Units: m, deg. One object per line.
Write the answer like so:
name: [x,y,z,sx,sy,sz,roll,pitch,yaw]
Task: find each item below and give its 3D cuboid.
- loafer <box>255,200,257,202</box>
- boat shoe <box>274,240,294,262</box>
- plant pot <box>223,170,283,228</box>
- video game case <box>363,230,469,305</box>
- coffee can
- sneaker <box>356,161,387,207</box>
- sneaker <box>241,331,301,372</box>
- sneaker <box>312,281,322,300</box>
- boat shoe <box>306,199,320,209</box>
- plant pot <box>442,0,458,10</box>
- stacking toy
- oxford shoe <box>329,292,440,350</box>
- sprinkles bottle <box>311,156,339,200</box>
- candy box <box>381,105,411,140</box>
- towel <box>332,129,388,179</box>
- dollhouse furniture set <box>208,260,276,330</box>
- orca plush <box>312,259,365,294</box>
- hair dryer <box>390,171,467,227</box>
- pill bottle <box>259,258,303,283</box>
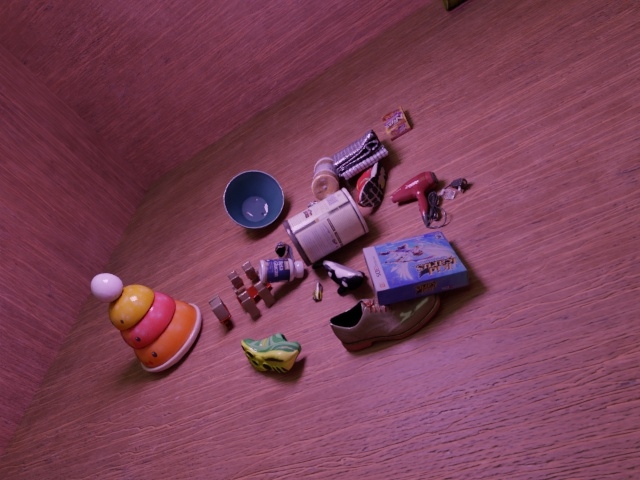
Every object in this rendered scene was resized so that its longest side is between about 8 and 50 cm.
loafer: [-0.356,-0.242,2.609,0.125,0.045,0.039,-28,28,25]
boat shoe: [-0.164,0.045,2.044,0.066,0.066,0.183,-40,32,1]
plant pot: [-0.333,-0.182,2.342,0.290,0.290,0.195,-50,-3,-13]
video game case: [0.284,0.078,1.435,0.269,0.061,0.244,-14,31,2]
coffee can: [0.020,-0.051,1.802,0.275,0.202,0.202,-29,33,0]
sneaker: [0.201,-0.220,1.964,0.118,0.107,0.279,-21,27,37]
sneaker: [-0.173,0.391,1.634,0.295,0.110,0.123,-2,26,47]
sneaker: [-0.015,0.191,1.747,0.035,0.031,0.083,-25,36,25]
boat shoe: [-0.016,-0.121,2.051,0.306,0.105,0.113,-50,34,-14]
plant pot: [0.864,-1.600,2.706,0.352,0.367,0.367,-17,38,15]
stacking toy: [-0.786,0.309,1.994,0.350,0.480,0.351,-28,34,21]
oxford shoe: [0.188,0.226,1.402,0.348,0.130,0.123,-29,34,18]
sprinkles bottle: [0.025,-0.286,2.106,0.121,0.121,0.355,-32,17,14]
candy box: [0.364,-0.564,2.231,0.109,0.053,0.187,-28,36,18]
towel: [0.171,-0.393,2.099,0.235,0.121,0.284,-31,13,13]
dollhouse furniture set: [-0.327,0.245,1.958,0.259,0.135,0.262,-34,31,-10]
orca plush: [0.056,0.141,1.673,0.287,0.151,0.102,18,95,50]
hair dryer: [0.374,-0.164,1.720,0.293,0.080,0.224,13,61,52]
pill bottle: [-0.157,0.120,1.859,0.169,0.094,0.094,-3,30,-15]
